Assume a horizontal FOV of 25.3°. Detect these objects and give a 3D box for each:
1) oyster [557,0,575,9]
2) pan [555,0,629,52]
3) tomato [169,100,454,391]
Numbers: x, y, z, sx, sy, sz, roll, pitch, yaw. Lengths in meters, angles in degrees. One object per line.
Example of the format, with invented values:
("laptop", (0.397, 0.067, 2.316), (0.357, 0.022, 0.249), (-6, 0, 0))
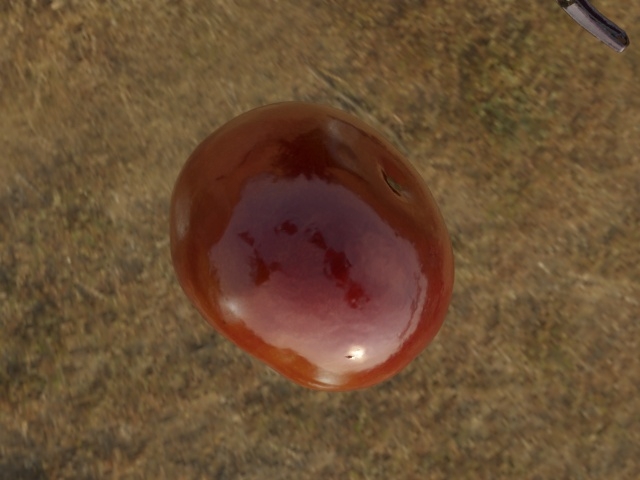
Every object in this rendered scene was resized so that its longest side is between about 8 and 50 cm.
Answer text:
("oyster", (0.065, -0.284, 0.838), (0.361, 0.221, 0.096), (14, 143, -44))
("pan", (0.154, -0.208, 1.064), (0.212, 0.115, 0.040), (31, 139, -13))
("tomato", (0.000, 0.000, 0.897), (0.195, 0.195, 0.136), (32, 123, -28))
